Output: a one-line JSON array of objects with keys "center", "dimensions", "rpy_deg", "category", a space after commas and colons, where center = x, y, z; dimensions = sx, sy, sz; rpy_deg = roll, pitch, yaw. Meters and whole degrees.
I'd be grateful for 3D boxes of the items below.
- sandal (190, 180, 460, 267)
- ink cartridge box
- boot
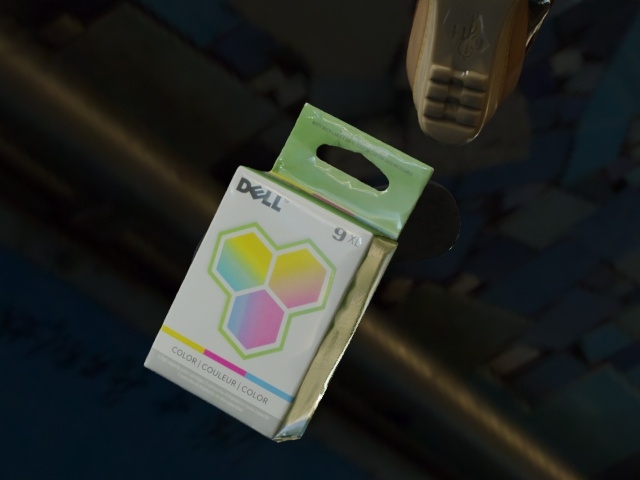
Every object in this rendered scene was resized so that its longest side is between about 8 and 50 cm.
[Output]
[{"center": [0.000, -0.001, 1.678], "dimensions": [0.054, 0.254, 0.097], "rpy_deg": [-104, -3, -81], "category": "sandal"}, {"center": [-0.021, 0.018, 1.255], "dimensions": [0.109, 0.209, 0.062], "rpy_deg": [28, -176, 19], "category": "ink cartridge box"}, {"center": [0.107, -0.192, 1.041], "dimensions": [0.090, 0.248, 0.207], "rpy_deg": [19, -147, 0], "category": "boot"}]
